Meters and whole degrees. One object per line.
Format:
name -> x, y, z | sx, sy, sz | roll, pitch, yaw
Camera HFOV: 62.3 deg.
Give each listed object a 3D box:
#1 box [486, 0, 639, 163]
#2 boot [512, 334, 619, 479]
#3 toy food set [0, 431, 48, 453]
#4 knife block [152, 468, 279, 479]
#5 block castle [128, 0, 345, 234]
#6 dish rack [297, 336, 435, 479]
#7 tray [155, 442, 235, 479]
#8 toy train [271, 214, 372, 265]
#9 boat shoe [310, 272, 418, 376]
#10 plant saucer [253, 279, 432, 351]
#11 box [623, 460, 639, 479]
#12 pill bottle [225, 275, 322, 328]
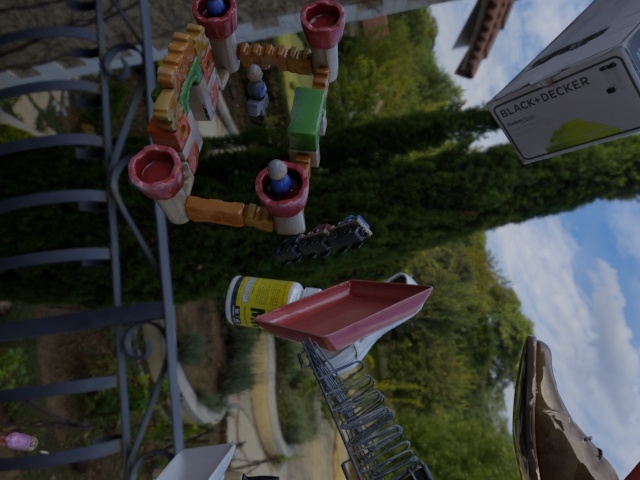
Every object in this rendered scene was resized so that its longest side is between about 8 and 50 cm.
box -> 0.341, -0.216, 0.596 | 0.087, 0.290, 0.169 | 53, -27, -13
boot -> 0.312, 0.271, 0.687 | 0.112, 0.115, 0.305 | 69, 24, -53
toy food set -> -0.411, 0.255, 0.681 | 0.078, 0.122, 0.019 | 139, -35, -57
knife block -> -0.227, 0.593, 1.235 | 0.242, 0.275, 0.088 | -1, 95, -45
block castle -> -0.133, -0.248, 0.952 | 0.213, 0.302, 0.454 | 85, 15, -64
dish rack -> 0.067, 0.229, 0.588 | 0.208, 0.074, 0.271 | 63, -3, -37
tray -> -0.207, 0.357, 0.620 | 0.030, 0.145, 0.270 | 53, 43, -11
toy train -> 0.000, 0.000, 0.578 | 0.027, 0.158, 0.036 | 48, 56, -20
boat shoe -> 0.099, 0.211, 1.386 | 0.156, 0.367, 0.136 | 48, 8, -46
plant saucer -> 0.041, 0.140, 1.012 | 0.259, 0.258, 0.048 | 0, -75, 56
box -> 0.382, 0.212, 0.446 | 0.142, 0.154, 0.300 | 55, -39, 46
pill bottle -> -0.105, 0.150, 1.234 | 0.119, 0.208, 0.119 | 5, 90, -78
